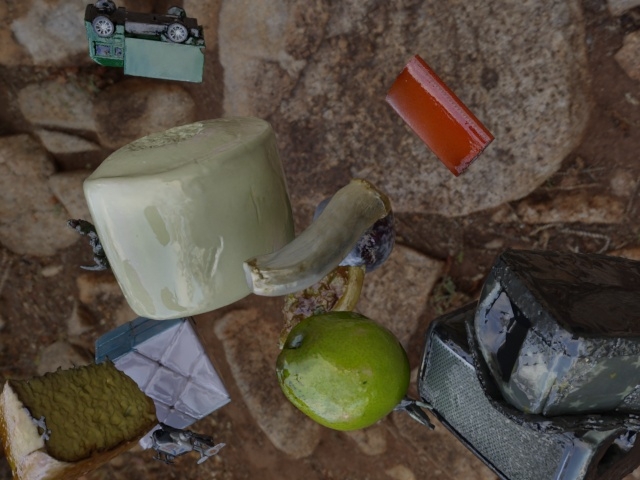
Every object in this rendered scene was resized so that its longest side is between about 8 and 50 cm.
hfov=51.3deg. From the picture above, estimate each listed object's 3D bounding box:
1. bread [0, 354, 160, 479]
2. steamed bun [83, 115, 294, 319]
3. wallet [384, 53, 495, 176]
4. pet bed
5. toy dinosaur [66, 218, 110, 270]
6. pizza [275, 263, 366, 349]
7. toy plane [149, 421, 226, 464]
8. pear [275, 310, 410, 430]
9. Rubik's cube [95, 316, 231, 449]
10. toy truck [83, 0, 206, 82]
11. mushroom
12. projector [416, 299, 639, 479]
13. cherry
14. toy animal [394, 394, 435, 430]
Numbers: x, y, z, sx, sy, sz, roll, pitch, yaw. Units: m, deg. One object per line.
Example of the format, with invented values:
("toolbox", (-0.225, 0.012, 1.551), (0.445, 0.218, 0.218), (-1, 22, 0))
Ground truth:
("bread", (-0.324, 0.240, 0.841), (0.129, 0.134, 0.260), (51, -175, 12))
("steamed bun", (-0.229, -0.053, 1.409), (0.290, 0.456, 0.371), (3, 119, 36))
("wallet", (0.212, -0.221, 1.195), (0.204, 0.045, 0.142), (49, 156, 7))
("pet bed", (0.270, 0.115, 0.694), (0.183, 0.211, 0.159), (-114, 31, -57))
("toy dinosaur", (-0.556, 0.001, 1.642), (0.179, 0.087, 0.187), (18, 138, 45))
("pizza", (-0.020, 0.131, 1.558), (0.197, 0.292, 0.058), (53, -166, 20))
("toy plane", (-0.284, 0.424, 1.384), (0.197, 0.078, 0.053), (38, -161, -45))
("pear", (0.028, 0.194, 1.028), (0.187, 0.220, 0.187), (-33, 50, 51))
("Rubik's cube", (-0.361, 0.293, 1.519), (0.221, 0.231, 0.225), (65, 167, -16))
("toy truck", (-0.222, -0.256, 0.846), (0.065, 0.147, 0.079), (-107, 26, -48))
("mushroom", (0.000, 0.000, 1.318), (0.122, 0.351, 0.095), (53, 153, -2))
("projector", (0.464, 0.298, 1.370), (0.405, 0.395, 0.242), (38, 134, 43))
("cherry", (0.093, -0.031, 1.896), (0.218, 0.255, 0.296), (37, -156, -39))
("toy animal", (0.127, 0.299, 1.365), (0.270, 0.082, 0.137), (28, 152, 11))
